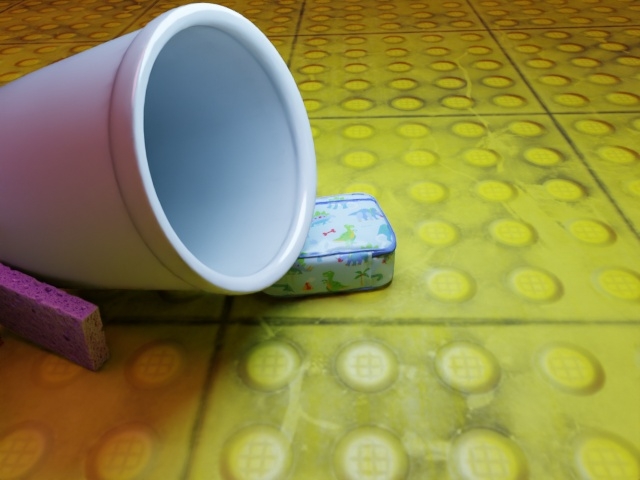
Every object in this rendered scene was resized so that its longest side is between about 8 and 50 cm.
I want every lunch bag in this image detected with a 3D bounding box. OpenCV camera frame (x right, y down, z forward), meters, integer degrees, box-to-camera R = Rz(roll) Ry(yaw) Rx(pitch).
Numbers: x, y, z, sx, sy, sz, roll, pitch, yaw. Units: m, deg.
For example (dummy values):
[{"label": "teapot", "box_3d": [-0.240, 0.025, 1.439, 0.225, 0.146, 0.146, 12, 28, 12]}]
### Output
[{"label": "lunch bag", "box_3d": [0.000, 0.000, 0.796, 0.219, 0.090, 0.176, -5, 36, -4]}]

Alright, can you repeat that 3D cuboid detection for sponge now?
[{"label": "sponge", "box_3d": [-0.377, 0.090, 0.653, 0.210, 0.117, 0.031, 22, 46, 10]}]

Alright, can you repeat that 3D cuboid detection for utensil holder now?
[{"label": "utensil holder", "box_3d": [-0.249, -0.088, 0.671, 0.385, 0.328, 0.328, -5, 34, 30]}]

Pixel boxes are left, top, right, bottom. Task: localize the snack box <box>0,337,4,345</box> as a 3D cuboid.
[{"label": "snack box", "box_3d": [-0.542, 0.069, 0.648, 0.174, 0.207, 0.070, 10, 40, 16]}]
